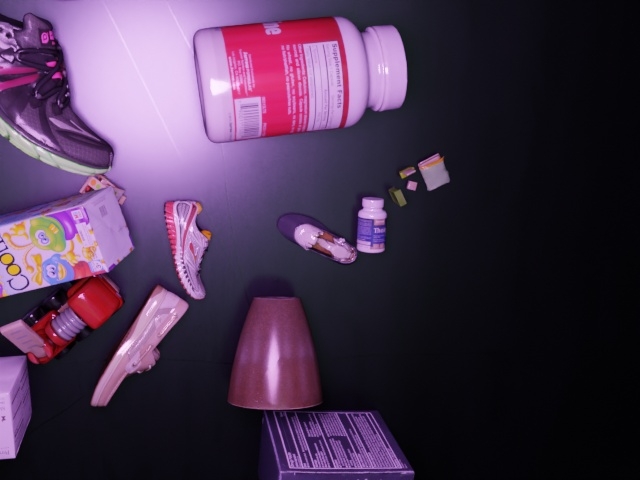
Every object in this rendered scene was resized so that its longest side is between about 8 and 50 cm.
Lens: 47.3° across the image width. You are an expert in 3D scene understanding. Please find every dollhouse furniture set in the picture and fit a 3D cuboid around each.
[{"bbox_3d":[0.233,-0.137,1.679,0.151,0.058,0.076,-27,107,-5],"label":"dollhouse furniture set"}]

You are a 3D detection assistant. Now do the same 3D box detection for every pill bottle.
[{"bbox_3d":[-0.043,-0.332,1.487,0.407,0.229,0.229,-8,104,-10],"label":"pill bottle"},{"bbox_3d":[0.118,-0.036,1.673,0.067,0.067,0.120,-1,103,-12],"label":"pill bottle"}]

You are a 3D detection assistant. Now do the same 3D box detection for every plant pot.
[{"bbox_3d":[-0.099,0.242,1.634,0.215,0.215,0.231,2,89,-12],"label":"plant pot"}]

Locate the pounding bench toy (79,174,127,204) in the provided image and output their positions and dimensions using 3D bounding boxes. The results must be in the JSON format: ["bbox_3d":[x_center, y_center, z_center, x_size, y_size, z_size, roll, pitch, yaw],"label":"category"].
[{"bbox_3d":[-0.457,-0.104,1.547,0.065,0.083,0.052,37,95,15],"label":"pounding bench toy"}]

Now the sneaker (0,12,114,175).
[{"bbox_3d":[-0.569,-0.319,1.403,0.202,0.185,0.483,-40,108,3],"label":"sneaker"}]

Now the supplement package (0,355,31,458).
[{"bbox_3d":[-0.753,0.350,1.505,0.261,0.204,0.145,-3,104,-12],"label":"supplement package"}]

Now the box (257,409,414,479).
[{"bbox_3d":[0.020,0.527,1.663,0.293,0.296,0.183,5,102,-12],"label":"box"}]

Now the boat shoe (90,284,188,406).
[{"bbox_3d":[-0.401,0.247,1.610,0.098,0.109,0.302,32,89,-16],"label":"boat shoe"}]

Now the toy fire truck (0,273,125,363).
[{"bbox_3d":[-0.530,0.161,1.486,0.217,0.246,0.158,-39,108,-1],"label":"toy fire truck"}]

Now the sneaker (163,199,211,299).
[{"bbox_3d":[-0.278,0.021,1.592,0.092,0.088,0.225,-11,105,-11],"label":"sneaker"}]

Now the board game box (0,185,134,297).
[{"bbox_3d":[-0.542,0.006,1.461,0.275,0.144,0.142,-13,107,12],"label":"board game box"}]

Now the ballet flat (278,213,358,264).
[{"bbox_3d":[0.000,0.000,1.655,0.203,0.074,0.074,27,96,-16],"label":"ballet flat"}]
